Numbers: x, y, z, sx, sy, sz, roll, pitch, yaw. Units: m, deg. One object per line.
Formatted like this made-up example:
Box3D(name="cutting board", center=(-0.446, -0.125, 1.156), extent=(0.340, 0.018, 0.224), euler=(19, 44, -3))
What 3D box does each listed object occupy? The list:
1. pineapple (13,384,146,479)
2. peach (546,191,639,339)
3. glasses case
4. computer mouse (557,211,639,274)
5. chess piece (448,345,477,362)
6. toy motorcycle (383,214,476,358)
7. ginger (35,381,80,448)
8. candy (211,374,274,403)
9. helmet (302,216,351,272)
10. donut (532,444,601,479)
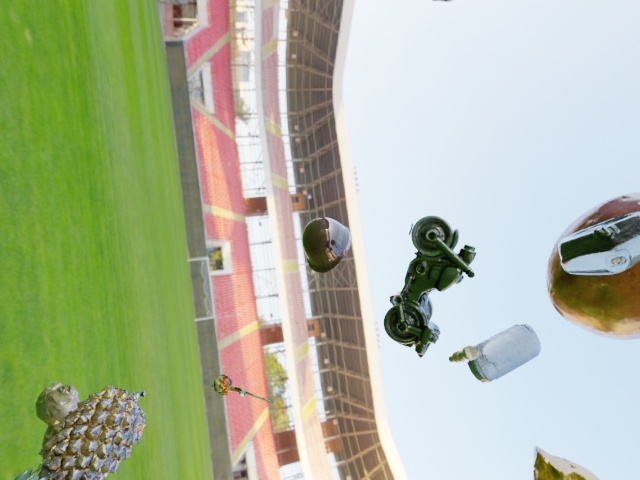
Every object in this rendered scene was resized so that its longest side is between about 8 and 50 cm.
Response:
Box3D(name="pineapple", center=(-0.262, 0.244, 0.412), extent=(0.221, 0.083, 0.103), euler=(-53, 149, -52))
Box3D(name="peach", center=(0.555, 0.047, 0.742), extent=(0.238, 0.281, 0.281), euler=(-105, -162, -44))
Box3D(name="glasses case", center=(0.559, 0.336, 1.214), extent=(0.109, 0.282, 0.067), euler=(66, -26, 17))
Box3D(name="computer mouse", center=(0.378, 0.011, 0.525), extent=(0.113, 0.229, 0.068), euler=(-30, -103, 29))
Box3D(name="chess piece", center=(0.348, 0.288, 1.000), extent=(0.092, 0.035, 0.035), euler=(122, -42, -58))
Box3D(name="toy motorcycle", center=(0.208, 0.094, 0.773), extent=(0.205, 0.127, 0.275), euler=(-4, 113, -70))
Box3D(name="ginger", center=(-0.538, 0.377, 0.818), extent=(0.122, 0.084, 0.290), euler=(-102, -148, -48))
Box3D(name="candy", center=(-0.192, 0.379, 1.001), extent=(0.055, 0.184, 0.049), euler=(55, 49, -52))
Box3D(name="helmet", center=(0.000, 0.000, 1.198), extent=(0.155, 0.106, 0.175), euler=(-2, -121, 36))
Box3D(name="donut", center=(0.624, 0.786, 1.025), extent=(0.378, 0.163, 0.435), euler=(56, 44, -49))
